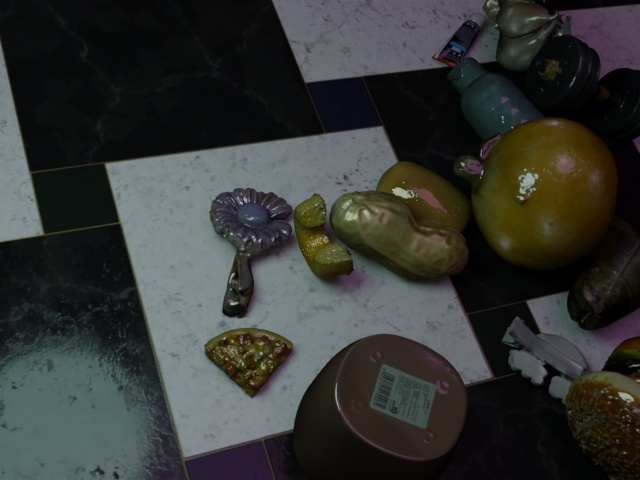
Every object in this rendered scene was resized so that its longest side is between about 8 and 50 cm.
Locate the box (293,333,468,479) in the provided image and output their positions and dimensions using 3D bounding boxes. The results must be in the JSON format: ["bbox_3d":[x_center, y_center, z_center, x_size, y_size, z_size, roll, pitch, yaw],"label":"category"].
[{"bbox_3d":[0.112,0.313,1.594,0.301,0.216,0.301,6,57,-10],"label":"box"}]

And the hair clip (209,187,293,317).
[{"bbox_3d":[-0.148,0.009,1.789,0.173,0.069,0.300,11,57,-9],"label":"hair clip"}]

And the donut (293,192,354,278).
[{"bbox_3d":[-0.003,0.001,1.798,0.078,0.146,0.181,-25,84,-14],"label":"donut"}]

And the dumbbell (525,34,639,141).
[{"bbox_3d":[0.652,-0.360,2.123,0.388,0.185,0.185,17,54,-29],"label":"dumbbell"}]

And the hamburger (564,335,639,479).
[{"bbox_3d":[0.613,0.336,1.689,0.225,0.291,0.291,-37,75,-25],"label":"hamburger"}]

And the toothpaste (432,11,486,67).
[{"bbox_3d":[0.357,-0.509,2.264,0.071,0.045,0.193,28,61,13],"label":"toothpaste"}]

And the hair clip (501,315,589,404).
[{"bbox_3d":[0.475,0.246,1.835,0.220,0.054,0.140,35,52,4],"label":"hair clip"}]

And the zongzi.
[{"bbox_3d":[0.598,0.037,1.946,0.286,0.134,0.288,-23,63,-28],"label":"zongzi"}]

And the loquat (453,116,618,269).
[{"bbox_3d":[0.448,-0.108,1.868,0.359,0.328,0.328,17,56,-11],"label":"loquat"}]

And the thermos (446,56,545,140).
[{"bbox_3d":[0.426,-0.314,2.106,0.182,0.145,0.286,-13,62,-45],"label":"thermos"}]

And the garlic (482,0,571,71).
[{"bbox_3d":[0.532,-0.528,2.207,0.210,0.237,0.292,-8,32,-14],"label":"garlic"}]

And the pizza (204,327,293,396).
[{"bbox_3d":[-0.128,0.223,1.679,0.175,0.046,0.134,-8,62,-20],"label":"pizza"}]

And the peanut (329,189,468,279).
[{"bbox_3d":[0.163,-0.008,1.838,0.305,0.147,0.147,30,56,-10],"label":"peanut"}]

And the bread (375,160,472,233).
[{"bbox_3d":[0.230,-0.092,1.942,0.217,0.098,0.147,31,53,3],"label":"bread"}]
